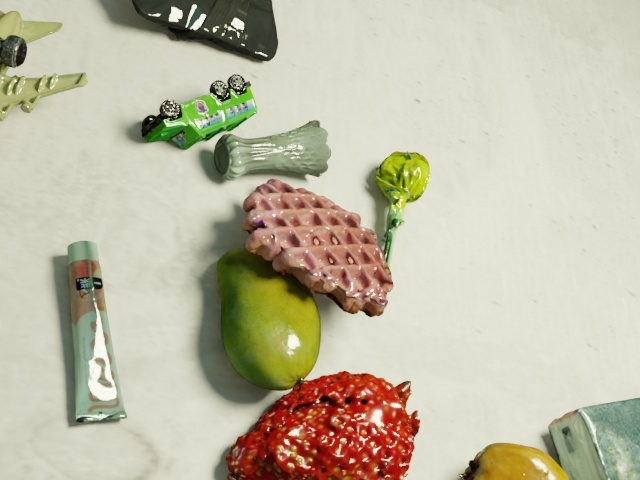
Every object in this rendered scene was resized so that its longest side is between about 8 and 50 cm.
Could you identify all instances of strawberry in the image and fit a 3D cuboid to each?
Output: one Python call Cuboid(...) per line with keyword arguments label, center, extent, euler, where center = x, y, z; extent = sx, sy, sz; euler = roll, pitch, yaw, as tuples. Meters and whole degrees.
Cuboid(label="strawberry", center=(0.009, 0.216, 1.022), extent=(0.228, 0.098, 0.174), euler=(12, 56, -24))

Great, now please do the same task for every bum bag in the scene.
Cuboid(label="bum bag", center=(-0.171, -0.335, 1.288), extent=(0.248, 0.060, 0.123), euler=(9, 59, -27))

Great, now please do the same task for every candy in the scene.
Cuboid(label="candy", center=(0.102, -0.018, 1.251), extent=(0.073, 0.077, 0.262), euler=(32, 57, -29))

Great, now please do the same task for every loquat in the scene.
Cuboid(label="loquat", center=(0.237, 0.310, 1.084), extent=(0.137, 0.137, 0.113), euler=(53, 15, 9))

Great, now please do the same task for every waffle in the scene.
Cuboid(label="waffle", center=(0.000, 0.000, 1.134), extent=(0.221, 0.055, 0.234), euler=(30, 23, -9))

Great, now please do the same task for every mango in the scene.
Cuboid(label="mango", center=(-0.060, 0.090, 1.066), extent=(0.122, 0.085, 0.191), euler=(1, 57, -13))

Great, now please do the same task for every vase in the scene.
Cuboid(label="vase", center=(-0.069, -0.119, 1.205), extent=(0.148, 0.081, 0.081), euler=(-9, 66, -30))

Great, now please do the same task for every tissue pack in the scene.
Cuboid(label="tissue pack", center=(0.482, 0.329, 1.223), extent=(0.315, 0.103, 0.228), euler=(-2, 64, -30))

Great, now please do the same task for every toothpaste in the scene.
Cuboid(label="toothpaste", center=(-0.255, 0.100, 0.986), extent=(0.056, 0.036, 0.205), euler=(1, 65, -32))

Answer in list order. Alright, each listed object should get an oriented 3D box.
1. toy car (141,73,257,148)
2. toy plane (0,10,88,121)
Cuboid(label="toy car", center=(-0.160, -0.166, 1.184), extent=(0.165, 0.071, 0.062), euler=(-30, 93, -39))
Cuboid(label="toy plane", center=(-0.404, -0.196, 1.049), extent=(0.229, 0.092, 0.244), euler=(17, 50, -1))
